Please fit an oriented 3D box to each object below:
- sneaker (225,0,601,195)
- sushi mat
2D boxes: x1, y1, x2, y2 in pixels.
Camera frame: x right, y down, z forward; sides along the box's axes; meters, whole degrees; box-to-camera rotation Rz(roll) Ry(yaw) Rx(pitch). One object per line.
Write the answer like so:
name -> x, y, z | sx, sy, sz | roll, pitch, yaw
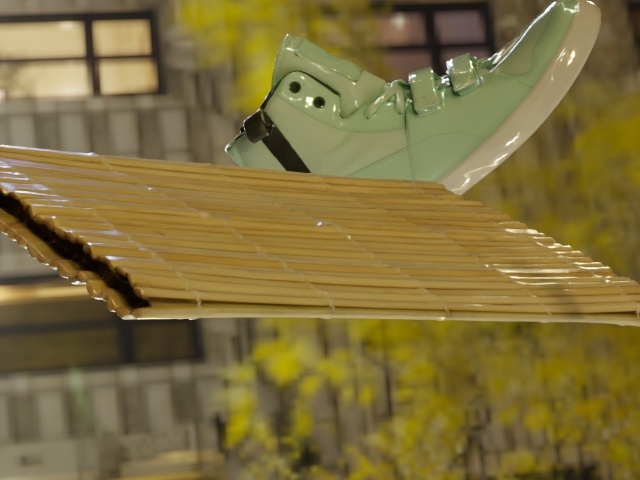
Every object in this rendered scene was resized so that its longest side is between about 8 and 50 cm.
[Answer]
sneaker -> 0.055, -0.102, 1.148 | 0.151, 0.256, 0.094 | 46, 8, -9
sushi mat -> 0.000, 0.000, 0.724 | 0.151, 0.316, 0.019 | 29, -72, 41
